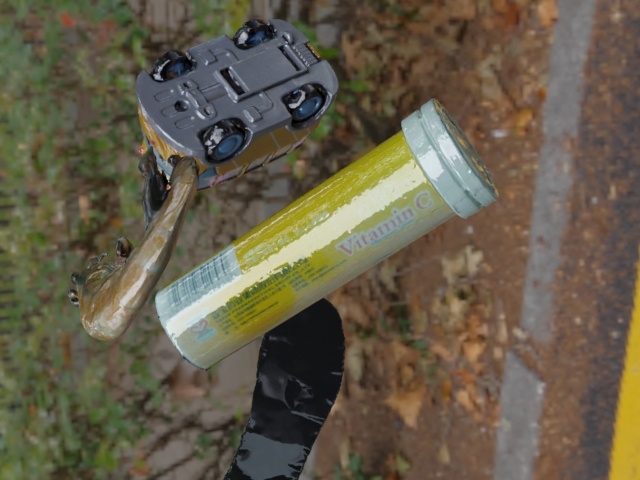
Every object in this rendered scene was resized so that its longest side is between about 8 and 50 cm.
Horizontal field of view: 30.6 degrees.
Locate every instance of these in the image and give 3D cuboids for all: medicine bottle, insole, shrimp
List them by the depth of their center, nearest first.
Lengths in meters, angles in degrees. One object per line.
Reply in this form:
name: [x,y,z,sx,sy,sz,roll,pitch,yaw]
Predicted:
medicine bottle: [0.000,0.000,0.730,0.074,0.218,0.074,52,-164,-21]
shrimp: [-0.144,0.002,0.878,0.152,0.046,0.219,-67,17,-10]
insole: [-0.030,0.148,1.024,0.003,0.080,0.232,108,180,-60]

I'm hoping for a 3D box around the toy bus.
toy bus: [-0.096,-0.135,1.249,0.126,0.210,0.136,52,150,19]
